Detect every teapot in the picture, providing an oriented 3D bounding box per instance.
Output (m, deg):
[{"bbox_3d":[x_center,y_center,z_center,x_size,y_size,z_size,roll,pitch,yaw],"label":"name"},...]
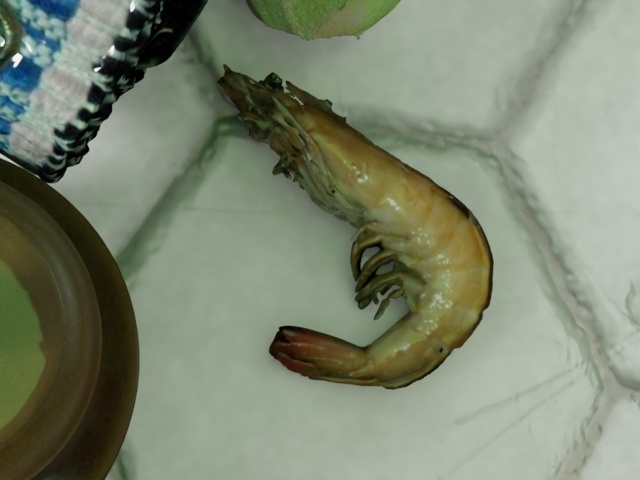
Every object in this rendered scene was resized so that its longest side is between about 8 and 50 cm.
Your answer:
[{"bbox_3d":[-0.156,0.057,0.664,0.185,0.175,0.268,-40,89,-19],"label":"teapot"}]

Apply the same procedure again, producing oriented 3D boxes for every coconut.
[{"bbox_3d":[-0.002,-0.140,0.813,0.082,0.083,0.081,-18,79,-61],"label":"coconut"}]

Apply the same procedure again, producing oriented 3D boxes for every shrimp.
[{"bbox_3d":[-0.001,0.000,0.802,0.178,0.034,0.124,37,75,-9],"label":"shrimp"}]

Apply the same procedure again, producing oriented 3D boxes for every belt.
[{"bbox_3d":[-0.103,-0.163,0.721,0.150,0.207,0.257,31,75,-9],"label":"belt"}]
